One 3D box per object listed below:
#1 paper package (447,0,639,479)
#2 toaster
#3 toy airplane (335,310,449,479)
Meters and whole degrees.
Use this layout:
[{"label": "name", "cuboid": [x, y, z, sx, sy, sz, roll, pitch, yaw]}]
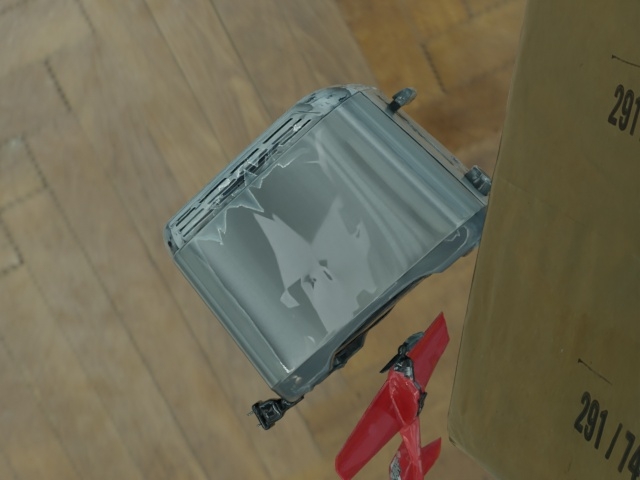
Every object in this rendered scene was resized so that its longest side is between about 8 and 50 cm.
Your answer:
[{"label": "paper package", "cuboid": [0.205, 0.004, 0.812, 0.168, 0.325, 0.309, 7, 99, -21]}, {"label": "toaster", "cuboid": [0.000, 0.000, 1.293, 0.227, 0.129, 0.146, -42, 85, 14]}, {"label": "toy airplane", "cuboid": [0.056, 0.123, 1.296, 0.028, 0.151, 0.151, 21, 101, 23]}]
